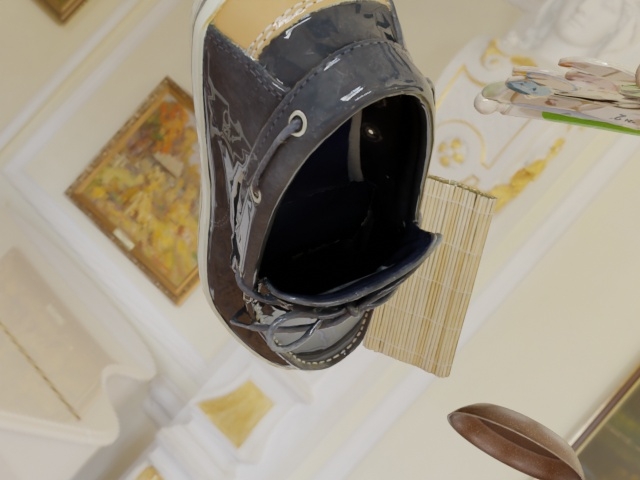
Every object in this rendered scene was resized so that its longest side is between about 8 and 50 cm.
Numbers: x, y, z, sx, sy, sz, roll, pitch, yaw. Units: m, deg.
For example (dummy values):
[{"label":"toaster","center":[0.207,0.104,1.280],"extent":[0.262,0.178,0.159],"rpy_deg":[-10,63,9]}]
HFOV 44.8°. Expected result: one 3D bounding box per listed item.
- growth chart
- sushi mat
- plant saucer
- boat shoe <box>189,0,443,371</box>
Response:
[{"label":"growth chart","center":[0.171,-0.070,0.402],"extent":[0.171,0.021,0.237],"rpy_deg":[7,7,-8]},{"label":"sushi mat","center":[0.161,0.055,1.193],"extent":[0.151,0.317,0.019],"rpy_deg":[18,25,18]},{"label":"plant saucer","center":[0.270,0.273,1.059],"extent":[0.198,0.036,0.199],"rpy_deg":[28,-21,12]},{"label":"boat shoe","center":[0.000,0.000,0.646],"extent":[0.156,0.186,0.500],"rpy_deg":[53,-20,29]}]
